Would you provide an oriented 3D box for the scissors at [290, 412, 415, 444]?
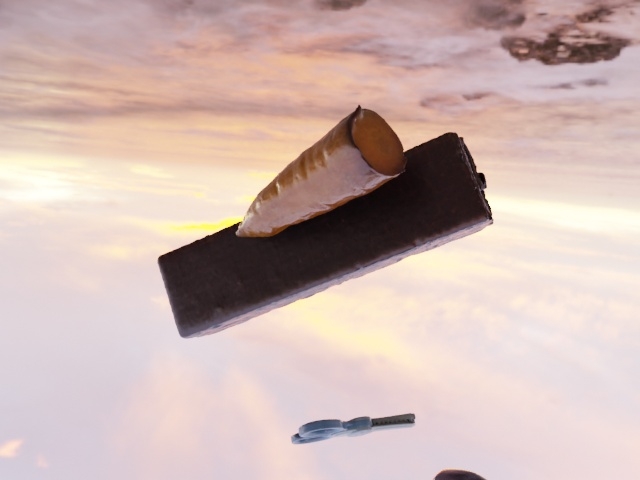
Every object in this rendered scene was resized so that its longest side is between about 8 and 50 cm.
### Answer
[{"bbox_3d":[0.072,0.365,1.185,0.256,0.030,0.125,0,150,-21],"label":"scissors"}]

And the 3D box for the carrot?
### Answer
[{"bbox_3d":[-0.016,-0.046,0.594,0.205,0.072,0.072,-32,163,34],"label":"carrot"}]

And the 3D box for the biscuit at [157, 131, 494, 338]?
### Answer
[{"bbox_3d":[0.000,0.000,0.689,0.388,0.107,0.073,-22,170,13],"label":"biscuit"}]

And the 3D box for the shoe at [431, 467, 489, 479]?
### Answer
[{"bbox_3d":[0.084,0.289,0.462,0.137,0.245,0.095,-2,-176,34],"label":"shoe"}]
